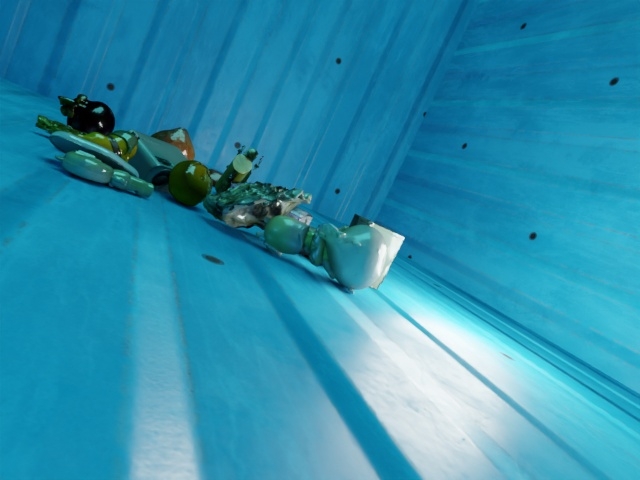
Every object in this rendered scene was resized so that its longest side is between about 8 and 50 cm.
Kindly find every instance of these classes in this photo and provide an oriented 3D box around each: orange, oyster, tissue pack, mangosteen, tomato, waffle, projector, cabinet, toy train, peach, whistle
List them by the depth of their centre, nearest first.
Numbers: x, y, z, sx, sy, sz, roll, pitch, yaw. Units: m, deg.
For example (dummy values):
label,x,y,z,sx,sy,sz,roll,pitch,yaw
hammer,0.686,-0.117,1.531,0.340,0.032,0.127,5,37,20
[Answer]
label,x,y,z,sx,sy,sz,roll,pitch,yaw
whistle,-0.589,-0.184,1.214,0.258,0.067,0.126,23,3,-38
oyster,-0.197,-0.117,1.408,0.352,0.114,0.238,-4,-19,-9
orange,-0.434,-0.190,1.465,0.134,0.156,0.157,-6,-10,30
waffle,-0.831,-0.339,1.549,0.293,0.069,0.260,30,5,37
cabinet,0.166,0.039,1.556,0.150,0.206,0.145,22,7,-25
projector,-0.566,-0.263,1.558,0.198,0.108,0.250,47,14,20
mangosteen,-0.976,-0.520,1.833,0.230,0.194,0.194,53,-9,-30
peach,-0.659,-0.400,1.948,0.233,0.232,0.232,24,7,-3
tissue pack,-0.227,-0.148,2.009,0.361,0.122,0.259,28,9,7
toy train,-0.380,-0.312,2.052,0.126,0.189,0.307,32,-33,-18
tomato,-0.566,-0.334,2.367,0.174,0.082,0.166,22,8,-40

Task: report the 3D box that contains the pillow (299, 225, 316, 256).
label,x,y,z,sx,sy,sz,roll,pitch,yaw
pillow,-0.052,-0.002,1.535,0.250,0.106,0.186,20,7,-8

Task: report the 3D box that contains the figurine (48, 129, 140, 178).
label,x,y,z,sx,sy,sz,roll,pitch,yaw
figurine,-0.626,-0.286,1.277,0.167,0.141,0.250,2,-23,38

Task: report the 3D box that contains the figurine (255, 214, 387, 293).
label,x,y,z,sx,sy,sz,roll,pitch,yaw
figurine,0.000,0.000,1.300,0.394,0.226,0.274,16,-22,10
